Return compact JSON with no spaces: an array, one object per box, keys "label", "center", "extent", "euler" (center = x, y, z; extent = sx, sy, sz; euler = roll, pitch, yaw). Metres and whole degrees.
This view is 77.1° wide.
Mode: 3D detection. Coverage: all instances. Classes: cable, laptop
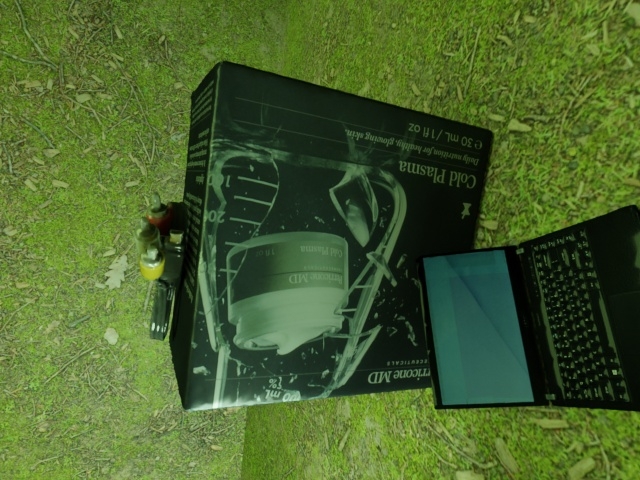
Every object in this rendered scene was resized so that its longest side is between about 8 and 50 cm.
[{"label":"cable","center":[-0.259,0.046,0.634],"extent":[0.287,0.072,0.140],"euler":[121,149,-43]},{"label":"laptop","center":[0.272,0.101,0.528],"extent":[0.264,0.136,0.235],"euler":[145,126,-60]}]

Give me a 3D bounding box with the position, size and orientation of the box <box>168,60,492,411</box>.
[{"label":"box","center":[0.000,0.000,0.737],"extent":[0.297,0.479,0.473],"euler":[-156,72,-64]}]
